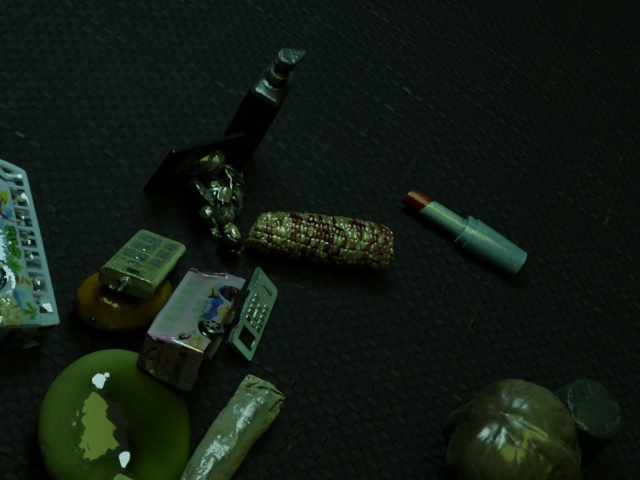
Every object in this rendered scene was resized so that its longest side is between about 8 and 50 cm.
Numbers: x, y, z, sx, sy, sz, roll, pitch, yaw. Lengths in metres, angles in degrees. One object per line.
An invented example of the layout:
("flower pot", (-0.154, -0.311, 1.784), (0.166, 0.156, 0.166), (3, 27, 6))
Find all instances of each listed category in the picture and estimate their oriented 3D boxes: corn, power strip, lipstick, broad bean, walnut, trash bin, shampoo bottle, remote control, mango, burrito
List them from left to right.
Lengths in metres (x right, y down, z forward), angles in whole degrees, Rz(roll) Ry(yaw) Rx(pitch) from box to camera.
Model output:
("broad bean", (-0.311, 0.298, 1.676), (0.238, 0.119, 0.291), (11, 54, -20))
("mango", (-0.323, 0.102, 1.823), (0.165, 0.089, 0.115), (6, 48, -27))
("power strip", (-0.294, 0.042, 1.816), (0.092, 0.034, 0.268), (21, 18, 1))
("burrito", (-0.151, 0.333, 1.774), (0.082, 0.059, 0.275), (32, 50, 4))
("remote control", (-0.119, 0.129, 1.933), (0.065, 0.029, 0.166), (54, 42, -37))
("shampoo bottle", (-0.113, -0.240, 2.005), (0.071, 0.309, 0.098), (33, 51, -2))
("corn", (0.000, 0.000, 2.046), (0.290, 0.098, 0.098), (7, 57, -19))
("lipstick", (0.286, -0.022, 2.222), (0.274, 0.061, 0.068), (31, 53, -5))
("walnut", (0.323, 0.359, 1.868), (0.248, 0.248, 0.248), (13, 55, -19))
("trash bin", (0.457, 0.332, 2.013), (0.175, 0.161, 0.175), (14, 52, -18))

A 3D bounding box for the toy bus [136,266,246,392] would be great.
("toy bus", (-0.202, 0.133, 1.797), (0.112, 0.090, 0.274), (21, 24, 2))

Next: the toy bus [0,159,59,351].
("toy bus", (-0.518, 0.015, 1.771), (0.136, 0.109, 0.329), (1, 59, -37))

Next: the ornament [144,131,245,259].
("ornament", (-0.183, -0.065, 1.976), (0.166, 0.153, 0.196), (-20, 79, -34))
